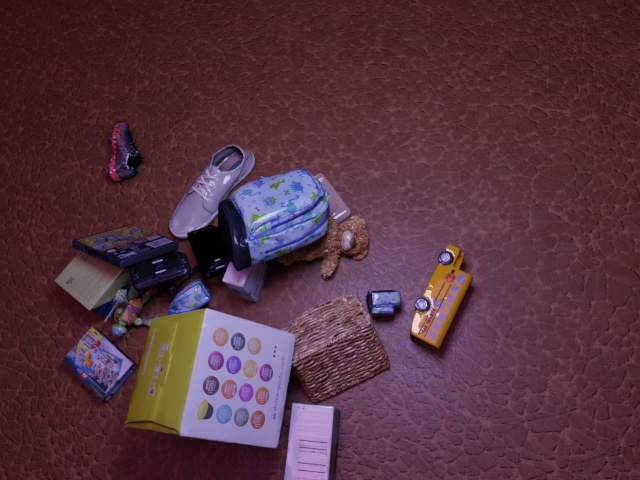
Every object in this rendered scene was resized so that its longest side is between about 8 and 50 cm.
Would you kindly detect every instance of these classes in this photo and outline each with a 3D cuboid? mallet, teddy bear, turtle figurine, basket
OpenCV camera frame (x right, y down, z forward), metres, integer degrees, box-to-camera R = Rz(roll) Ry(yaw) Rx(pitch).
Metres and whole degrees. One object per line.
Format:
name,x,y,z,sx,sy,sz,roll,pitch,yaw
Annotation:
mallet,-0.502,0.131,1.946,0.062,0.039,0.189,8,39,31
teddy bear,0.000,0.000,1.876,0.338,0.113,0.245,15,79,9
turtle figurine,-0.627,0.222,1.878,0.198,0.275,0.266,26,67,-17
basket,0.042,0.346,1.755,0.299,0.223,0.213,-27,33,-1

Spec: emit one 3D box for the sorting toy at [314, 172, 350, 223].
sorting toy,-0.017,-0.125,1.994,0.193,0.038,0.208,-33,71,-4

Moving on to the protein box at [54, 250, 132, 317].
protein box,-0.823,0.144,1.974,0.201,0.136,0.200,32,77,20

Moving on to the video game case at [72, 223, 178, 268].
video game case,-0.707,0.016,1.939,0.248,0.275,0.035,18,112,25

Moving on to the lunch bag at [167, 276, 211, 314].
lunch bag,-0.467,0.209,1.875,0.151,0.129,0.096,-30,97,-7

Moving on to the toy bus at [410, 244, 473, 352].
toy bus,0.399,0.187,1.745,0.130,0.108,0.332,25,74,18

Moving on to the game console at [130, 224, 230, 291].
game console,-0.485,0.070,1.861,0.361,0.044,0.213,-18,52,-14

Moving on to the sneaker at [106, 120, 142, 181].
sneaker,-0.804,-0.376,2.206,0.135,0.097,0.276,-7,69,8

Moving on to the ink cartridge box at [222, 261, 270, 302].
ink cartridge box,-0.255,0.118,1.849,0.082,0.190,0.139,14,70,16

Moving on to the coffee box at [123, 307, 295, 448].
coffee box,-0.329,0.419,1.591,0.338,0.334,0.337,-15,59,45

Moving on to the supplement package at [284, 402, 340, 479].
supplement package,-0.022,0.635,1.623,0.134,0.139,0.244,1,69,12

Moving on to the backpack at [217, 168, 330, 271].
backpack,-0.139,-0.082,1.737,0.356,0.273,0.290,-6,38,-19

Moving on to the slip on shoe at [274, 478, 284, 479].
slip on shoe,-0.155,0.787,1.640,0.135,0.051,0.041,-27,105,-10

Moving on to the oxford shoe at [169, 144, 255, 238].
oxford shoe,-0.431,-0.203,2.050,0.169,0.130,0.449,36,79,20

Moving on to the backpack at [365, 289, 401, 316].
backpack,0.214,0.212,1.774,0.114,0.105,0.084,-6,74,0

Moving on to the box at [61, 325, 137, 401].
box,-0.791,0.439,1.896,0.233,0.044,0.159,34,77,21
